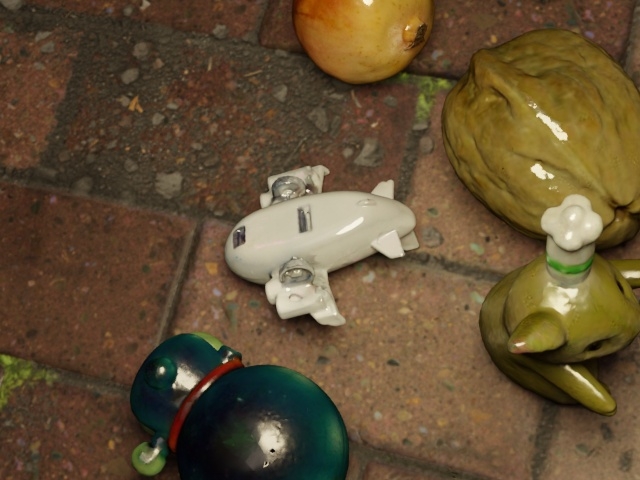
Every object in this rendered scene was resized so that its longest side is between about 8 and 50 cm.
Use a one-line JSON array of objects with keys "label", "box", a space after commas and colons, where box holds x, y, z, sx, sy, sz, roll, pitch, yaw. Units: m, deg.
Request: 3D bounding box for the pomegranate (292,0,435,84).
[{"label": "pomegranate", "box": [0.059, -0.296, 1.539, 0.191, 0.191, 0.191, -4, 71, 11]}]

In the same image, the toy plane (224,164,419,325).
[{"label": "toy plane", "box": [0.000, 0.000, 1.491, 0.244, 0.117, 0.245, -10, 54, 13]}]

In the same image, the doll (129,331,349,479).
[{"label": "doll", "box": [-0.099, 0.227, 1.398, 0.322, 0.186, 0.198, 27, 80, 22]}]

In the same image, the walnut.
[{"label": "walnut", "box": [0.272, -0.118, 1.392, 0.227, 0.283, 0.283, -47, 68, 15]}]

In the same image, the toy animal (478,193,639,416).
[{"label": "toy animal", "box": [0.276, 0.082, 1.283, 0.180, 0.363, 0.181, 18, 80, 2]}]
